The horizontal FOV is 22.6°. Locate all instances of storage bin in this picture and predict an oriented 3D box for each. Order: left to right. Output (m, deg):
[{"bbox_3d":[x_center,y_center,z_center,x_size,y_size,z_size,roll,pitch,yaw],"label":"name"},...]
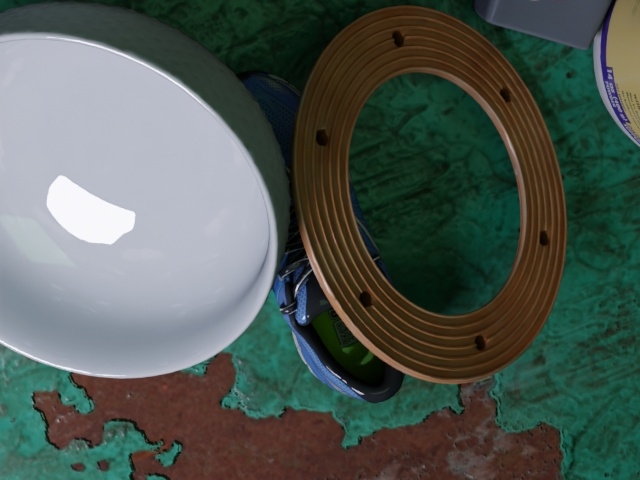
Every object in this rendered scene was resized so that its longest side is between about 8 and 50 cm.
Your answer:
[{"bbox_3d":[0.208,-0.231,1.454,0.135,0.098,0.091,13,108,-15],"label":"storage bin"}]

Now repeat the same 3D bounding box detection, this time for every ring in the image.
[{"bbox_3d":[0.098,-0.041,1.410,0.336,0.032,0.337,11,73,-39],"label":"ring"}]

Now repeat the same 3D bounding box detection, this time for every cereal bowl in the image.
[{"bbox_3d":[-0.182,-0.056,1.328,0.339,0.141,0.339,7,127,10],"label":"cereal bowl"}]

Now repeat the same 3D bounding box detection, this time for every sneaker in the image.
[{"bbox_3d":[0.000,0.000,1.417,0.129,0.147,0.330,-29,105,-6],"label":"sneaker"}]

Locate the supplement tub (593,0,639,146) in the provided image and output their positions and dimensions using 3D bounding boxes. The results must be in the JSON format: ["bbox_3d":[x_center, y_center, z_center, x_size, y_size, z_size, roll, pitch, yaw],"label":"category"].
[{"bbox_3d":[0.404,-0.160,1.385,0.241,0.331,0.241,-3,101,-13],"label":"supplement tub"}]
